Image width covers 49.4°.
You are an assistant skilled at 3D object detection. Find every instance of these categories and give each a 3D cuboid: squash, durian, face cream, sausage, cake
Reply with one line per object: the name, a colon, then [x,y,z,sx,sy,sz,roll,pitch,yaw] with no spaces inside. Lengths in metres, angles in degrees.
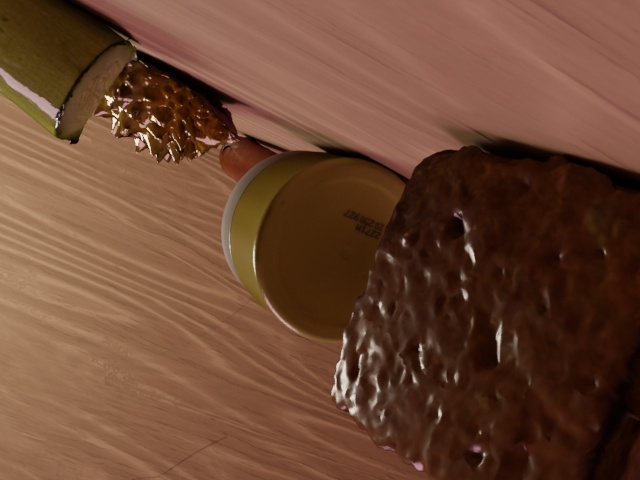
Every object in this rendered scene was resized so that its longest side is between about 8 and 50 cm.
squash: [-0.316,-0.217,0.672,0.287,0.137,0.137,37,175,-35]
durian: [-0.240,-0.178,0.952,0.191,0.112,0.341,23,-175,-28]
face cream: [0.000,0.000,0.870,0.218,0.218,0.179,25,180,-22]
sausage: [-0.069,-0.111,1.216,0.419,0.094,0.094,28,161,51]
cake: [0.181,0.076,0.479,0.292,0.199,0.196,19,180,-42]
